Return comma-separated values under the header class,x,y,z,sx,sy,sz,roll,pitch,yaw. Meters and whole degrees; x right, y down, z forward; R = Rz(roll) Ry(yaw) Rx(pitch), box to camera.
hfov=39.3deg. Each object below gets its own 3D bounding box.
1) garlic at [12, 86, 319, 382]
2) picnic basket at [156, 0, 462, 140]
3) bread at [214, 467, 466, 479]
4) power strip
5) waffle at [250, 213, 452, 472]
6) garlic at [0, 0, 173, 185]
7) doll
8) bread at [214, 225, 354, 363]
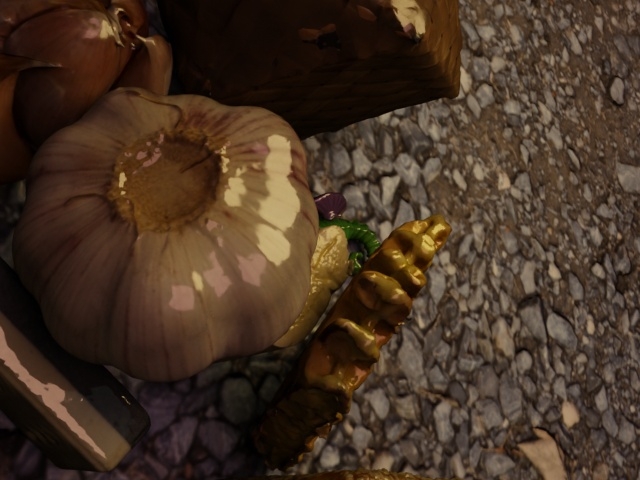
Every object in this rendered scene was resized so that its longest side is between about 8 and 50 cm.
class,x,y,z,sx,sy,sz,roll,pitch,yaw
garlic,-0.128,0.021,0.740,0.245,0.253,0.245,5,56,-8
picnic basket,-0.017,-0.282,0.895,0.337,0.293,0.337,-13,90,-75
bread,0.015,0.273,0.822,0.184,0.234,0.110,17,64,-36
power strip,-0.258,0.085,0.732,0.257,0.105,0.070,52,55,-15
waffle,0.019,0.102,0.839,0.065,0.309,0.283,31,14,4
garlic,-0.243,-0.151,0.782,0.214,0.191,0.160,-12,59,-30
doll,0.000,0.000,1.005,0.190,0.050,0.115,2,73,-41
bread,-0.060,0.059,0.855,0.060,0.178,0.139,48,55,-19
